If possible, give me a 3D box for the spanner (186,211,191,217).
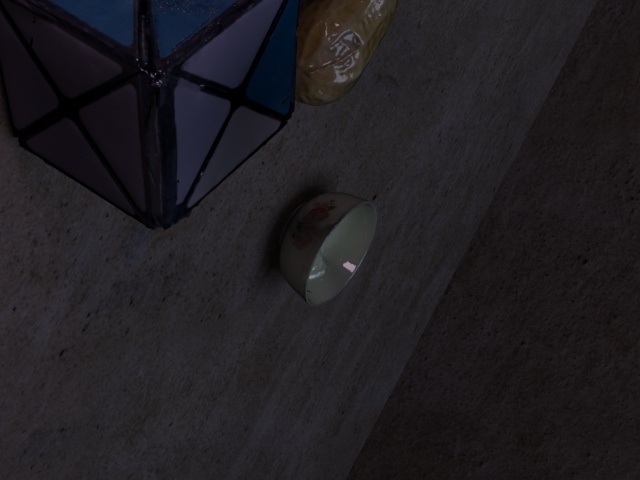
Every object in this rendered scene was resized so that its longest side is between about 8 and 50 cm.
[{"bbox_3d":[-0.230,-0.142,1.902,0.054,0.015,0.255,-18,135,-54],"label":"spanner"}]

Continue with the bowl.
[{"bbox_3d":[0.000,0.000,2.384,0.277,0.145,0.277,-43,151,-31],"label":"bowl"}]

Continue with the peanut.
[{"bbox_3d":[0.042,-0.409,1.957,0.174,0.158,0.340,42,73,-37],"label":"peanut"}]

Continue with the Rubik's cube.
[{"bbox_3d":[-0.227,-0.252,1.396,0.307,0.305,0.310,-44,153,-33],"label":"Rubik's cube"}]
